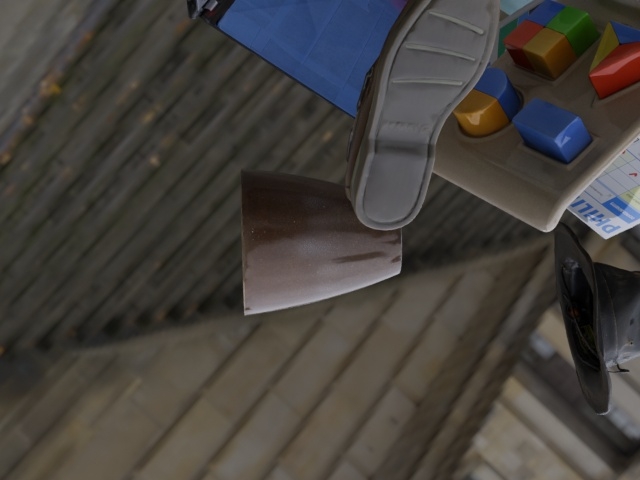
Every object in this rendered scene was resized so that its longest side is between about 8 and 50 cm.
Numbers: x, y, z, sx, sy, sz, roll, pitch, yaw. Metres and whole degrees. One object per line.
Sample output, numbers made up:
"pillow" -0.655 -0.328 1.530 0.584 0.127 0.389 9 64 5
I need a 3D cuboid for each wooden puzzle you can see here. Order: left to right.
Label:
"wooden puzzle" 0.315 -0.204 2.028 0.348 0.080 0.322 -47 -143 -6

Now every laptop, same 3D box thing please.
"laptop" -0.011 -0.409 1.944 0.382 0.236 0.408 -66 155 -56

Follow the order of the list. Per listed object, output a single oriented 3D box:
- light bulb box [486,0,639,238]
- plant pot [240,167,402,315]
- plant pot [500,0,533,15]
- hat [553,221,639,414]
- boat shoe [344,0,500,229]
"light bulb box" 0.486 -0.235 2.364 0.361 0.358 0.225 -29 -141 39
"plant pot" 0.000 0.000 2.184 0.215 0.230 0.215 179 -90 -88
"plant pot" 0.386 -0.509 2.687 0.290 0.195 0.290 -17 179 0
"hat" 0.469 0.115 2.393 0.134 0.331 0.331 -11 -177 0
"boat shoe" 0.090 -0.165 1.576 0.104 0.110 0.307 -110 -141 -55
